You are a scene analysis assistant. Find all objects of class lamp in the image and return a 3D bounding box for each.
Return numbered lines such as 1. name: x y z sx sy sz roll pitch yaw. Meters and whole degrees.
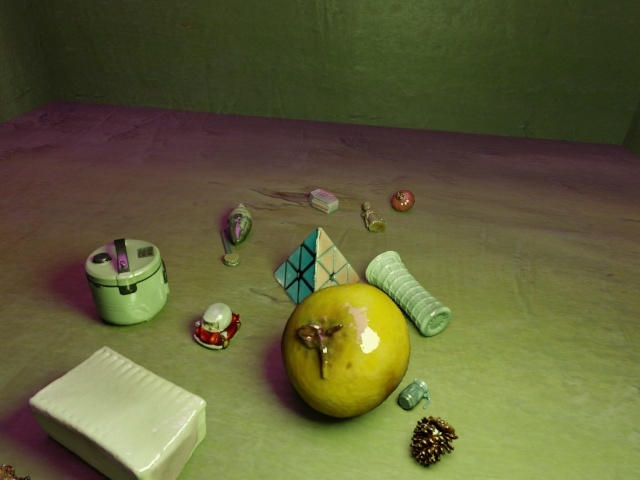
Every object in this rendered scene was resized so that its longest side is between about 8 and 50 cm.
1. lamp: -0.325 -0.066 1.852 0.101 0.101 0.250 0 39 -6
2. lamp: 0.378 -0.181 2.107 0.107 0.092 0.108 -19 46 21

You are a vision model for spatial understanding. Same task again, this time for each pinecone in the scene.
1. pinecone: 0.255 0.459 1.061 0.109 0.102 0.102 -39 44 -11

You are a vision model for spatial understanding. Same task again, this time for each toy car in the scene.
1. toy car: -0.298 0.234 1.351 0.112 0.112 0.139 16 34 21

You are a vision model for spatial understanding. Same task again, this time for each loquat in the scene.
1. loquat: 0.076 0.271 1.165 0.328 0.328 0.359 33 -1 40

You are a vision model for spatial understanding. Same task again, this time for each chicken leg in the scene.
1. chicken leg: -0.655 0.499 0.972 0.083 0.021 0.036 15 24 17

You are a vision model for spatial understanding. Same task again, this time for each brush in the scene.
1. brush: -0.358 0.017 1.780 0.062 0.027 0.266 -7 33 -17

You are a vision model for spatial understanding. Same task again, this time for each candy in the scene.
1. candy: -0.443 0.403 1.033 0.358 0.145 0.208 18 33 22

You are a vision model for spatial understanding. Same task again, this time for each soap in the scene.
1. soap: 0.013 -0.184 2.116 0.149 0.056 0.100 28 37 34

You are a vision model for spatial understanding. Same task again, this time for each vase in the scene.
1. vase: 0.284 0.171 1.488 0.143 0.143 0.299 -13 38 -25

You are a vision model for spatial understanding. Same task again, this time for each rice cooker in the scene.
1. rice cooker: -0.582 0.115 1.399 0.225 0.244 0.226 -1 32 1

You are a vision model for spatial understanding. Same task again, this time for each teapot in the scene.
1. teapot: 0.245 0.400 1.187 0.063 0.049 0.083 29 39 35

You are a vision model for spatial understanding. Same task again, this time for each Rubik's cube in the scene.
1. Rubik's cube: -0.014 0.120 1.532 0.228 0.233 0.228 -41 86 -3

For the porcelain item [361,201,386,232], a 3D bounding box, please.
1. porcelain item: 0.224 -0.111 2.019 0.084 0.054 0.213 -1 31 -10
